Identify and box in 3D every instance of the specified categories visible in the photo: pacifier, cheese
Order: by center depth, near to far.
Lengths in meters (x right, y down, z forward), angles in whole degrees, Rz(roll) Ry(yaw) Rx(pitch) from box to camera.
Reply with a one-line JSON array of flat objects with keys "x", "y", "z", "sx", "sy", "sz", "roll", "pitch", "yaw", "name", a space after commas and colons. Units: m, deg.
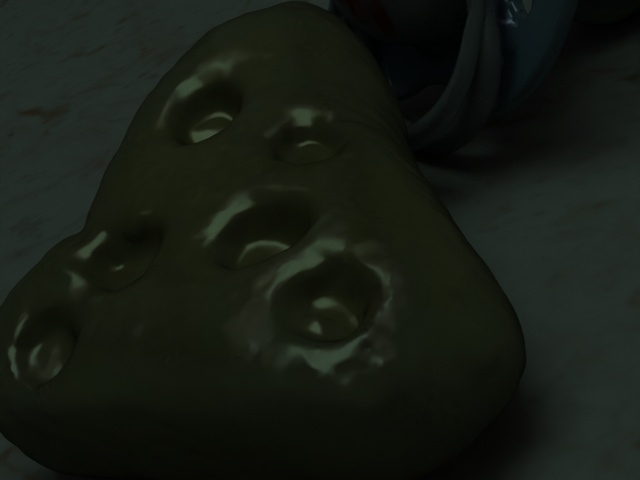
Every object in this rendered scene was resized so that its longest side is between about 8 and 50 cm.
[{"x": 0.000, "y": 0.000, "z": 0.985, "sx": 0.328, "sy": 0.129, "sz": 0.351, "roll": 8, "pitch": 53, "yaw": 43, "name": "cheese"}, {"x": 0.132, "y": -0.184, "z": 1.181, "sx": 0.233, "sy": 0.244, "sz": 0.299, "roll": -4, "pitch": 11, "yaw": -25, "name": "pacifier"}]
